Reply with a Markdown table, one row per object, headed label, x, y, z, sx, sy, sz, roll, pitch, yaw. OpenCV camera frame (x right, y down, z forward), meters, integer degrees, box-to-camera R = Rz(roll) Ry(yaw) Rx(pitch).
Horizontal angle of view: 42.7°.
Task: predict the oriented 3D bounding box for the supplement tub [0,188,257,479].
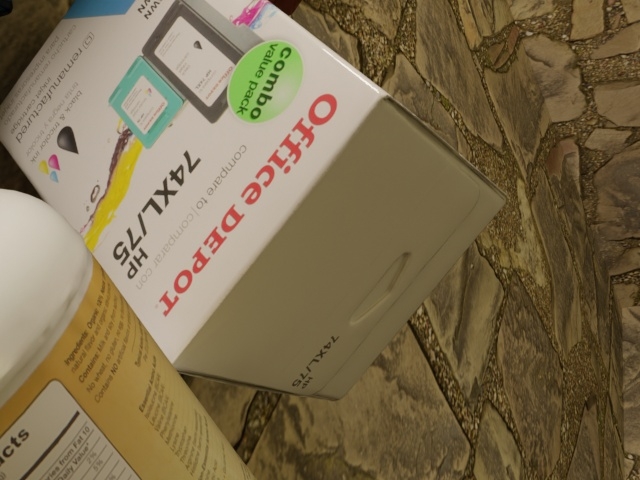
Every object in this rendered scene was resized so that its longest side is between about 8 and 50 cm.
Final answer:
| label | x | y | z | sx | sy | sz | roll | pitch | yaw |
| --- | --- | --- | --- | --- | --- | --- | --- | --- | --- |
| supplement tub | -0.165 | 0.119 | 0.377 | 0.316 | 0.228 | 0.228 | 60 | 31 | -25 |

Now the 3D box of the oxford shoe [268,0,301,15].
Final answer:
| label | x | y | z | sx | sy | sz | roll | pitch | yaw |
| --- | --- | --- | --- | --- | --- | --- | --- | --- | --- |
| oxford shoe | -0.118 | -0.245 | 0.807 | 0.146 | 0.140 | 0.397 | 26 | 48 | 4 |

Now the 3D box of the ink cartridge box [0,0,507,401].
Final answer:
| label | x | y | z | sx | sy | sz | roll | pitch | yaw |
| --- | --- | --- | --- | --- | --- | --- | --- | --- | --- |
| ink cartridge box | -0.053 | -0.055 | 0.579 | 0.270 | 0.198 | 0.197 | 44 | 10 | 33 |

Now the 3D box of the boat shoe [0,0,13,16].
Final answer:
| label | x | y | z | sx | sy | sz | roll | pitch | yaw |
| --- | --- | --- | --- | --- | --- | --- | --- | --- | --- |
| boat shoe | -0.258 | -0.144 | 0.479 | 0.089 | 0.109 | 0.258 | 67 | 30 | -21 |
